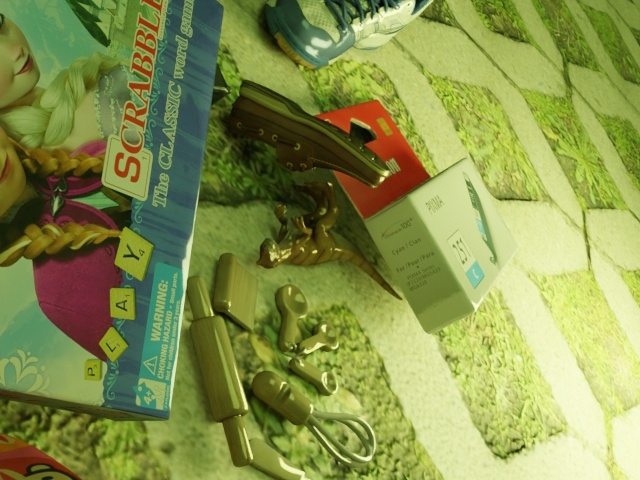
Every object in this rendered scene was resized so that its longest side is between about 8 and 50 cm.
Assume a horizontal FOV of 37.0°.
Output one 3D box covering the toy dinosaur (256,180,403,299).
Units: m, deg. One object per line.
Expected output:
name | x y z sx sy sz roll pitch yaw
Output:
toy dinosaur | 0.000 0.000 0.964 0.212 0.064 0.112 7 85 -49

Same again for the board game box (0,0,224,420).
board game box | -0.209 -0.069 0.586 0.318 0.066 0.318 22 67 -46

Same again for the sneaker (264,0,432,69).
sneaker | 0.044 -0.297 1.179 0.111 0.131 0.296 59 34 -3

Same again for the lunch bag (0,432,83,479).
lunch bag | -0.190 0.165 0.370 0.258 0.293 0.120 7 97 -47

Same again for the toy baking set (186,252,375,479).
toy baking set | -0.027 0.128 0.832 0.197 0.030 0.256 12 54 -48

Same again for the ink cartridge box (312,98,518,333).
ink cartridge box | 0.115 -0.056 1.095 0.261 0.066 0.296 59 23 -1

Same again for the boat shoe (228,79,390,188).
boat shoe | -0.014 -0.094 0.942 0.178 0.060 0.064 31 10 17

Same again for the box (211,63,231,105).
box | -0.240 -0.255 0.829 0.296 0.073 0.293 1 63 -52
